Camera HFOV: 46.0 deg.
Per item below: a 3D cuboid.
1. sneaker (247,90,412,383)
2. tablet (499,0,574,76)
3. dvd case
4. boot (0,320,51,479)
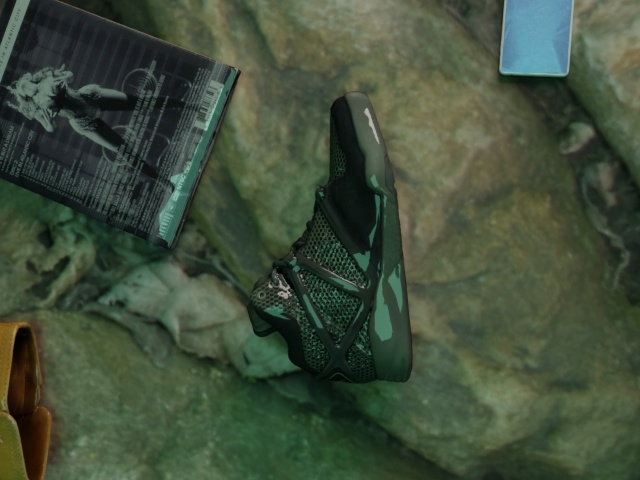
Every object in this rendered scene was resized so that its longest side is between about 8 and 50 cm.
[{"bbox_3d":[0.000,0.000,0.586,0.130,0.087,0.227,-4,94,3],"label":"sneaker"},{"bbox_3d":[0.173,-0.173,0.600,0.054,0.006,0.083,4,89,10],"label":"tablet"},{"bbox_3d":[-0.198,-0.108,0.655,0.221,0.018,0.164,22,94,8],"label":"dvd case"},{"bbox_3d":[-0.337,0.212,0.632,0.211,0.104,0.295,0,85,10],"label":"boot"}]
